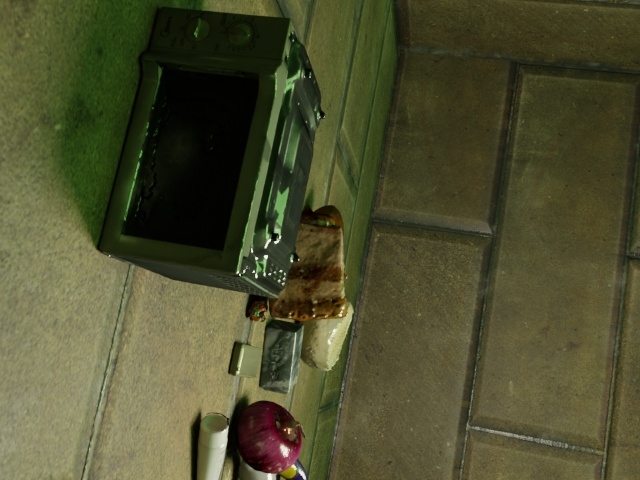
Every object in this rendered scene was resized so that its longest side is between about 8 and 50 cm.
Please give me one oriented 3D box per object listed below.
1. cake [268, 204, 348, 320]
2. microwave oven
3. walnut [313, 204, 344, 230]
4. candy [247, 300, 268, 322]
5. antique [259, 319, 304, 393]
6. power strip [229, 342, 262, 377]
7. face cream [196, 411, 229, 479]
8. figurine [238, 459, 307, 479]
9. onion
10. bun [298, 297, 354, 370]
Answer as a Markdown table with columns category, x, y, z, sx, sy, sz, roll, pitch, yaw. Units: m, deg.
| category | x | y | z | sx | sy | sz | roll | pitch | yaw |
| --- | --- | --- | --- | --- | --- | --- | --- | --- | --- |
| cake | -0.027 | 0.051 | 1.618 | 0.199 | 0.196 | 0.292 | 58 | 33 | -83 |
| microwave oven | -0.129 | -0.113 | 0.964 | 0.286 | 0.219 | 0.354 | 52 | 47 | -74 |
| walnut | 0.000 | 0.000 | 1.962 | 0.137 | 0.137 | 0.245 | 74 | 27 | -65 |
| candy | -0.143 | 0.172 | 1.607 | 0.055 | 0.049 | 0.184 | -50 | 176 | -2 |
| antique | -0.105 | 0.315 | 1.764 | 0.086 | 0.088 | 0.182 | -29 | 127 | -75 |
| power strip | -0.173 | 0.283 | 1.542 | 0.169 | 0.028 | 0.076 | 53 | 46 | -73 |
| face cream | -0.228 | 0.464 | 1.347 | 0.092 | 0.058 | 0.243 | -70 | 171 | -63 |
| figurine | -0.156 | 0.634 | 1.577 | 0.421 | 0.154 | 0.193 | -67 | 143 | -65 |
| onion | -0.123 | 0.470 | 1.585 | 0.153 | 0.177 | 0.177 | -61 | 172 | 9 |
| bun | 0.002 | 0.291 | 2.131 | 0.259 | 0.152 | 0.259 | 21 | 90 | -77 |
